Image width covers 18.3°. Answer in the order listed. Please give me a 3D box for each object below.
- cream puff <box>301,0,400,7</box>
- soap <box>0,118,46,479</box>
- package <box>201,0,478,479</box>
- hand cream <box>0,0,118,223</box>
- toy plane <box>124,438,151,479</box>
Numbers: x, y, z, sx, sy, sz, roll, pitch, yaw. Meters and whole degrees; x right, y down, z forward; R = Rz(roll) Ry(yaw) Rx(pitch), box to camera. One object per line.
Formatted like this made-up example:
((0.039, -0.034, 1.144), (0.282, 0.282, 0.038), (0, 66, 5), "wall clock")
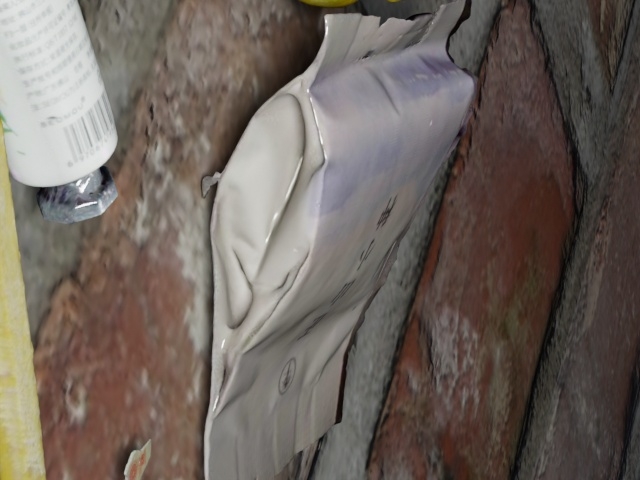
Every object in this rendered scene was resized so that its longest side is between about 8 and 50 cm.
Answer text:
((0.041, -0.176, 0.928), (0.146, 0.116, 0.146), (6, 90, -72), "cream puff")
((-0.132, 0.083, 0.677), (0.092, 0.037, 0.252), (-48, 141, -55), "soap")
((0.000, 0.000, 0.978), (0.204, 0.062, 0.250), (-24, 133, -66), "package")
((-0.109, -0.091, 0.676), (0.067, 0.042, 0.194), (-51, 139, -40), "hand cream")
((-0.080, 0.145, 0.844), (0.049, 0.031, 0.120), (-48, 144, -64), "toy plane")
